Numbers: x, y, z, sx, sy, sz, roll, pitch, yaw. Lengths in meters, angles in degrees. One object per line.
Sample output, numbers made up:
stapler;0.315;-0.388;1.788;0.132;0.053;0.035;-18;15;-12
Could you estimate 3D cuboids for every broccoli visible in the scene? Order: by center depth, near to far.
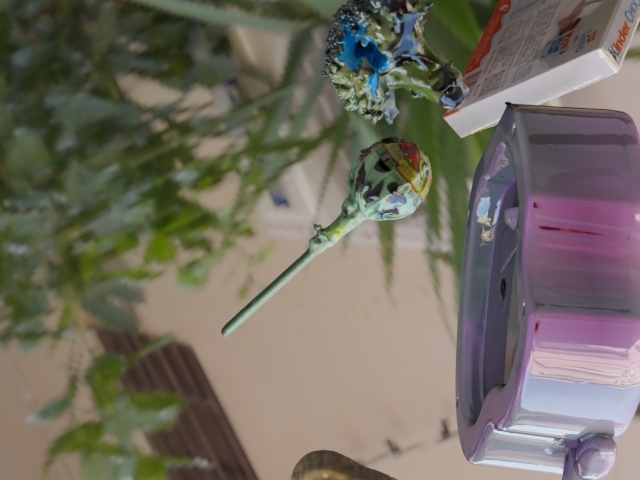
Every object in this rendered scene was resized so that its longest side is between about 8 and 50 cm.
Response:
broccoli;0.079;-0.187;1.724;0.154;0.160;0.167;-15;136;-62

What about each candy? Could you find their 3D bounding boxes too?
candy;0.000;0.000;1.897;0.305;0.083;0.091;-41;-139;6

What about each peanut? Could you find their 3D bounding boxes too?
peanut;0.066;0.362;2.205;0.233;0.197;0.110;17;-122;25

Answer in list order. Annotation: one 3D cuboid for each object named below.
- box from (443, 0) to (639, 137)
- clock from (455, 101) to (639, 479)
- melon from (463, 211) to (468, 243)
box;0.302;-0.272;2.147;0.265;0.048;0.273;-21;-149;46
clock;0.191;0.055;1.445;0.102;0.338;0.338;5;-163;-4
melon;0.259;0.038;2.584;0.064;0.118;0.209;7;-134;-14
